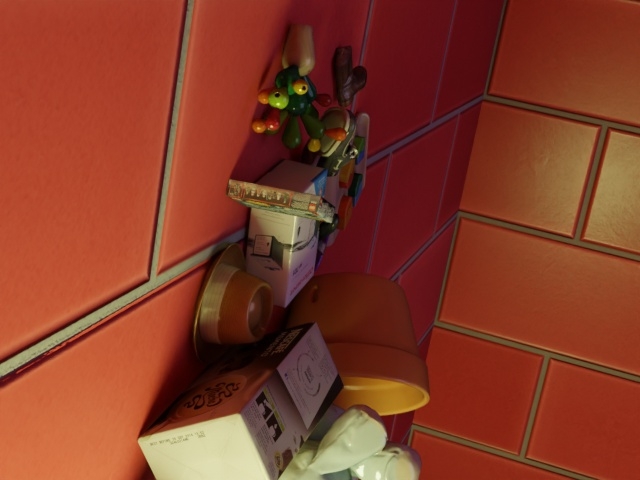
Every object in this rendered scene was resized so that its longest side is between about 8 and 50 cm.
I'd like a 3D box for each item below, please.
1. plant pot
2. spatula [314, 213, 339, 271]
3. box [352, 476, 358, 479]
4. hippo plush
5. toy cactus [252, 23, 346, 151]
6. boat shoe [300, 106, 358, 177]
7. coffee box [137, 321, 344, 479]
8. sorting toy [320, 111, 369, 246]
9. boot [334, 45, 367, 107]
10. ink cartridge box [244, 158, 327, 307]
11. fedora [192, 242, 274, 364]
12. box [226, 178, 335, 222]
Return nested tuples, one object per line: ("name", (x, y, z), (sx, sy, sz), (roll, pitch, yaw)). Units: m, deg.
("plant pot", (0.053, 0.184, 1.971), (0.291, 0.290, 0.204), (68, 23, -66))
("spatula", (0.000, 0.000, 1.858), (0.296, 0.030, 0.084), (117, -8, -76))
("box", (0.039, 0.415, 2.382), (0.231, 0.126, 0.262), (91, 20, -44))
("hippo plush", (-0.009, 0.370, 1.678), (0.234, 0.294, 0.236), (67, -14, -12))
("toy cactus", (-0.028, -0.224, 1.606), (0.219, 0.112, 0.181), (1, 93, -66))
("boat shoe", (0.026, -0.153, 1.749), (0.206, 0.064, 0.075), (134, -42, -63))
("coffee box", (-0.102, 0.241, 1.556), (0.119, 0.168, 0.297), (67, 26, -11))
("sorting toy", (0.053, -0.116, 2.092), (0.208, 0.038, 0.193), (-58, 158, -47))
("boot", (0.052, -0.306, 1.921), (0.114, 0.037, 0.106), (79, 27, -49))
("ink cartridge box", (-0.056, -0.013, 1.710), (0.139, 0.082, 0.191), (-49, 148, -61))
("fedora", (-0.118, 0.099, 1.593), (0.194, 0.079, 0.194), (15, 90, -76))
("box", (-0.055, -0.056, 1.560), (0.094, 0.137, 0.027), (29, 73, -75))
